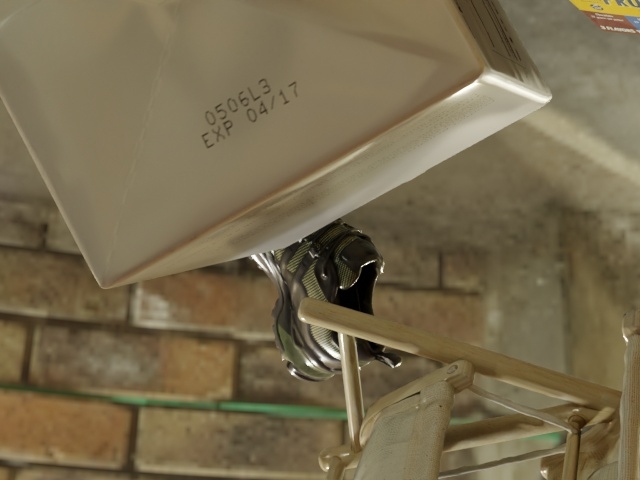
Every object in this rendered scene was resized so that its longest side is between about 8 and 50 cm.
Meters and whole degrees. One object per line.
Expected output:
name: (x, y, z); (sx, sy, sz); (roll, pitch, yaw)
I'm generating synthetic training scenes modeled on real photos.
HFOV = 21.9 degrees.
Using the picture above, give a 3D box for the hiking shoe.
hiking shoe: (0.000, 0.000, 1.323); (0.114, 0.227, 0.086); (-12, -167, 41)

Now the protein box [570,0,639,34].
protein box: (0.280, -0.299, 1.381); (0.136, 0.201, 0.200); (13, 170, 39)

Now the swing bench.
swing bench: (0.092, 0.182, 1.091); (0.255, 0.253, 0.165); (3, 128, 13)

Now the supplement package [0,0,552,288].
supplement package: (-0.021, -0.102, 0.763); (0.177, 0.175, 0.293); (-29, 176, 12)
